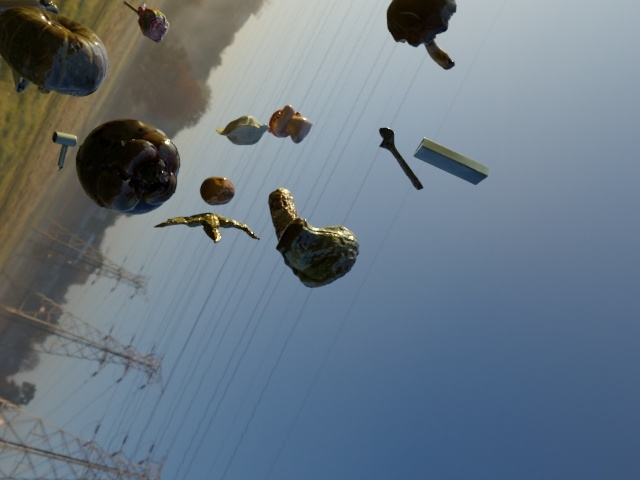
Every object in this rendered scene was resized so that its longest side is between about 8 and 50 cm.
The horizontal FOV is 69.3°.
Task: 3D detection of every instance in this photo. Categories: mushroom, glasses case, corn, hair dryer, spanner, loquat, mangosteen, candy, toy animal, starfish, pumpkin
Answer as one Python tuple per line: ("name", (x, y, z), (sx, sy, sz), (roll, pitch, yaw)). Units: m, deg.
("mushroom", (0.343, -0.718, 1.604), (0.233, 0.301, 0.208), (33, -119, 29))
("glasses case", (0.490, -0.297, 1.730), (0.105, 0.266, 0.056), (124, -9, -77))
("corn", (-0.124, -0.063, 1.642), (0.098, 0.098, 0.290), (-41, -134, 32))
("hair dryer", (-0.824, -0.281, 1.474), (0.038, 0.063, 0.124), (29, -75, 36))
("spanner", (0.350, -0.357, 2.027), (0.093, 0.325, 0.026), (-35, 180, -5))
("loquat", (-0.404, -0.195, 1.824), (0.137, 0.137, 0.113), (-38, -123, 37))
("mangosteen", (-0.727, -0.262, 1.790), (0.381, 0.381, 0.421), (-53, -125, 13))
("candy", (-0.764, -0.961, 1.979), (0.365, 0.124, 0.124), (44, -77, 34))
("toy animal", (-0.154, -0.569, 2.279), (0.171, 0.198, 0.171), (-59, 166, -25))
("starfish", (-0.418, -0.058, 1.704), (0.347, 0.358, 0.078), (31, -66, 54))
("pumpkin", (-0.567, -0.390, 0.995), (0.162, 0.219, 0.219), (-58, -155, 21))

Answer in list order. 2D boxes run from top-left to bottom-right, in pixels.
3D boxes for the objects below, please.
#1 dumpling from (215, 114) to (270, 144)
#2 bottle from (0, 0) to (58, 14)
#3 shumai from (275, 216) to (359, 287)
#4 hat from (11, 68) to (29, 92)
("dumpling", (-0.344, -0.497, 2.098), (0.162, 0.250, 0.132), (-151, -125, -65))
("bottle", (-0.931, -0.701, 1.421), (0.082, 0.072, 0.244), (-52, 173, 37))
("shumai", (0.000, 0.000, 1.489), (0.225, 0.222, 0.260), (-5, -153, 35))
("hat", (-1.020, -0.671, 1.694), (0.258, 0.168, 0.301), (-26, -164, -22))
